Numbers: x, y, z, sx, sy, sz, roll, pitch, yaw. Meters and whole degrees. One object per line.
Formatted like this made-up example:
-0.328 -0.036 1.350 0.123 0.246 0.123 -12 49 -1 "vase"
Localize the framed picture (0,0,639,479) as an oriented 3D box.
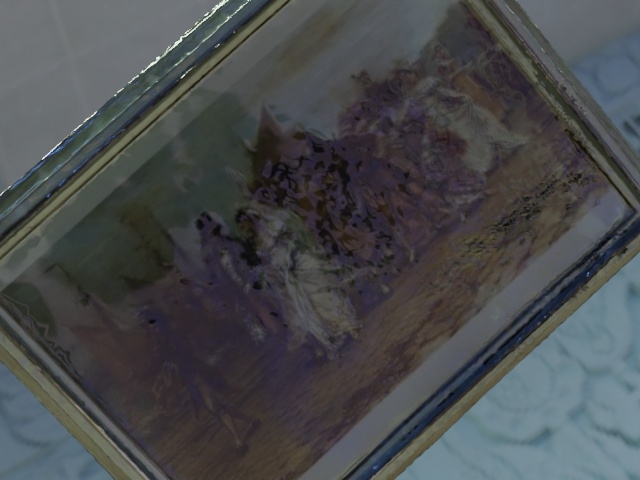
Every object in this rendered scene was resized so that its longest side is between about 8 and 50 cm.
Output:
0.000 0.000 0.657 0.274 0.217 0.017 -44 13 -4 "framed picture"
